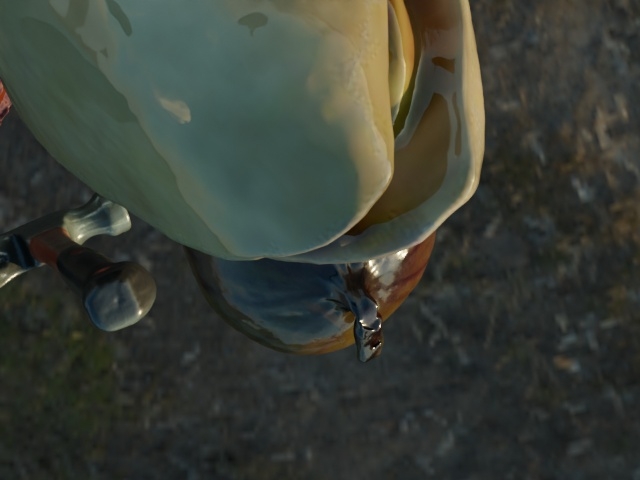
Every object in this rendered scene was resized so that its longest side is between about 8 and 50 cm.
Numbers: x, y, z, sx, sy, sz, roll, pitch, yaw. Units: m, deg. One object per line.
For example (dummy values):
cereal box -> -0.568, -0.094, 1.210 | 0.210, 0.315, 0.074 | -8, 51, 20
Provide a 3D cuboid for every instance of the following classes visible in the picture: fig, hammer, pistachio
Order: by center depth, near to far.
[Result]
pistachio -> -0.054, -0.109, 0.850 | 0.193, 0.318, 0.214 | 16, 119, -50
hammer -> -0.136, 0.013, 1.037 | 0.111, 0.288, 0.033 | -24, 102, -13
fig -> -0.006, -0.012, 1.649 | 0.235, 0.214, 0.235 | -1, 95, -14

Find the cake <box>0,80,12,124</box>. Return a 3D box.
cake -> -0.400, -0.205, 1.926 | 0.283, 0.151, 0.177 | -52, 141, 8
